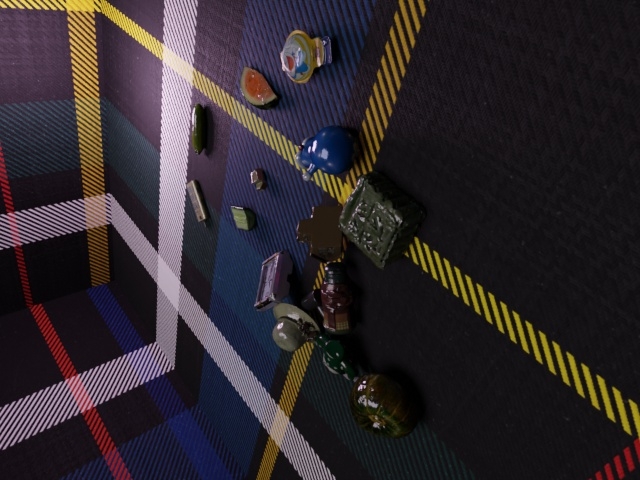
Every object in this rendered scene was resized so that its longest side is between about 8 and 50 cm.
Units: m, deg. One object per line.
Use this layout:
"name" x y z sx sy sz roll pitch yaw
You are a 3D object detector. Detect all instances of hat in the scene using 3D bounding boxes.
"hat" -0.130 0.401 1.994 0.257 0.130 0.257 23 143 19

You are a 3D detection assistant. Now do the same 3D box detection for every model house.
"model house" 0.000 0.000 1.729 0.248 0.176 0.181 88 -177 -64
"model house" -0.264 -0.265 2.016 0.058 0.057 0.084 -26 64 25

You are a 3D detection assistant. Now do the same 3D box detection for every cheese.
"cheese" -0.052 -0.636 1.592 0.270 0.069 0.177 11 114 47

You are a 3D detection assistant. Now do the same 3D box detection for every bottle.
"bottle" 0.071 0.209 1.755 0.156 0.143 0.272 -101 6 -68

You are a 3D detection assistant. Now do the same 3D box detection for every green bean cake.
"green bean cake" 0.186 -0.071 1.510 0.255 0.132 0.241 48 140 25

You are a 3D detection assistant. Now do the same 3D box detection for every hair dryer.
"hair dryer" 0.019 0.323 1.930 0.248 0.070 0.114 56 139 3

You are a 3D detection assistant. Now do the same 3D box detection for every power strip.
"power strip" -0.659 -0.197 2.510 0.092 0.034 0.268 -15 93 51

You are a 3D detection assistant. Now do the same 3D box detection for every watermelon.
"watermelon" -0.251 -0.601 1.857 0.245 0.063 0.119 51 119 29

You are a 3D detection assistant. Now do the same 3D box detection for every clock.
"clock" -0.205 0.179 2.039 0.186 0.083 0.254 -33 43 50

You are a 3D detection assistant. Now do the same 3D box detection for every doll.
"doll" 0.020 -0.298 1.587 0.256 0.161 0.216 17 87 60

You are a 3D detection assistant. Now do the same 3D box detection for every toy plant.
"toy plant" 0.069 0.469 1.853 0.233 0.112 0.243 53 167 -1

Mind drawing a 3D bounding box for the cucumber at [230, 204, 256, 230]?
"cucumber" -0.358 -0.111 2.176 0.115 0.062 0.117 15 123 48

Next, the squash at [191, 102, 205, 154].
"squash" -0.598 -0.539 2.272 0.069 0.069 0.258 33 129 37

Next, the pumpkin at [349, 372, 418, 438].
"pumpkin" 0.232 0.590 1.695 0.260 0.189 0.261 18 134 19
